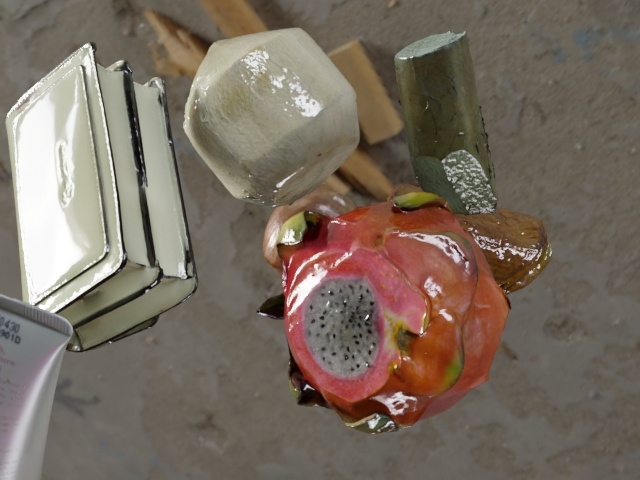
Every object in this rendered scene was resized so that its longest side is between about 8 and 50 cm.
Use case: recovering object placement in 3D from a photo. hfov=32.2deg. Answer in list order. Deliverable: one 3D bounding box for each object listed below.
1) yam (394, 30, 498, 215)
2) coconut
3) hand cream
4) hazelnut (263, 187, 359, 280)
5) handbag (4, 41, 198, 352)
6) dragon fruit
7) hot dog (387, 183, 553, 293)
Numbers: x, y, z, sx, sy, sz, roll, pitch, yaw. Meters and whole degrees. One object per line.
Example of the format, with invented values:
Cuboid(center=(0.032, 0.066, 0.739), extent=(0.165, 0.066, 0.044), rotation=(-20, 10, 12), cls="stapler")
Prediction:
Cuboid(center=(0.162, -0.137, 1.425), extent=(0.106, 0.106, 0.259), rotation=(2, 119, 32), cls="yam")
Cuboid(center=(-0.080, -0.189, 1.633), extent=(0.247, 0.245, 0.245), rotation=(51, 135, 10), cls="coconut")
Cuboid(center=(-0.343, 0.159, 1.127), extent=(0.185, 0.118, 0.358), rotation=(25, 134, 8), cls="hand cream")
Cuboid(center=(0.000, 0.000, 2.047), extent=(0.214, 0.176, 0.214), rotation=(3, 117, 6), cls="hazelnut")
Cuboid(center=(-0.314, -0.053, 1.512), extent=(0.237, 0.160, 0.358), rotation=(-27, 60, 26), cls="handbag")
Cuboid(center=(0.062, 0.089, 1.292), extent=(0.291, 0.189, 0.290), rotation=(-1, 88, 41), cls="dragon fruit")
Cuboid(center=(0.231, 0.000, 1.786), extent=(0.272, 0.196, 0.122), rotation=(13, 130, -3), cls="hot dog")
